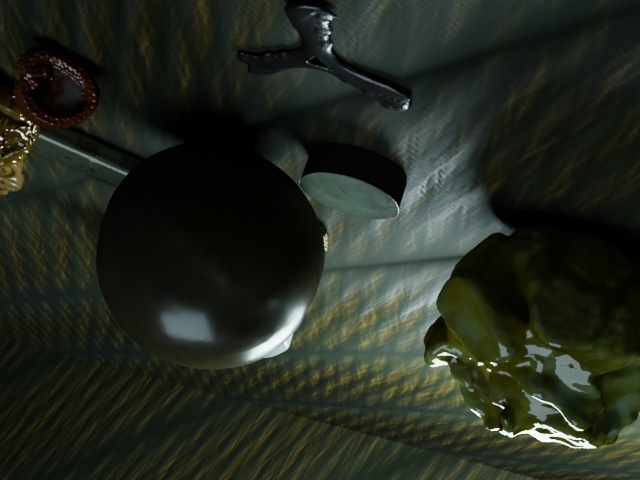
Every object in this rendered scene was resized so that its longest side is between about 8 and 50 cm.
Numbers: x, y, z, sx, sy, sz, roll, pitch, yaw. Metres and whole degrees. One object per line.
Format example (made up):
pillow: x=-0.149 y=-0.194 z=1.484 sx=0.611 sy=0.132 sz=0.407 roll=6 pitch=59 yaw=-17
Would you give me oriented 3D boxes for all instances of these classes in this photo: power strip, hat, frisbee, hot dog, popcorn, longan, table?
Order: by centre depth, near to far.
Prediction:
frisbee: x=-0.013 y=-0.189 z=1.180 sx=0.187 sy=0.012 sz=0.211 roll=2 pitch=157 yaw=42
table: x=0.043 y=-0.074 z=1.415 sx=0.133 sy=0.043 sz=0.133 roll=16 pitch=163 yaw=5
hat: x=-0.352 y=-0.193 z=1.417 sx=0.112 sy=0.093 sz=0.162 roll=37 pitch=174 yaw=-23
longan: x=-0.150 y=0.017 z=1.458 sx=0.319 sy=0.319 sz=0.319 roll=16 pitch=162 yaw=5
popcorn: x=0.300 y=0.118 z=1.462 sx=0.292 sy=0.293 sz=0.334 roll=50 pitch=146 yaw=32
hot dog: x=-0.506 y=-0.181 z=1.526 sx=0.227 sy=0.099 sz=0.160 roll=20 pitch=134 yaw=0
power strip: x=-0.359 y=-0.131 z=1.652 sx=0.268 sy=0.034 sz=0.092 roll=24 pitch=162 yaw=-18

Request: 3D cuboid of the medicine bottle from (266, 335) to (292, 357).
medicine bottle: x=-0.211 y=0.114 z=2.099 sx=0.324 sy=0.124 sz=0.179 roll=31 pitch=158 yaw=-31

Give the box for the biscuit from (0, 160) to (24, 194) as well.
biscuit: x=-0.595 y=-0.141 z=1.849 sx=0.202 sy=0.044 sz=0.288 roll=19 pitch=160 yaw=-4

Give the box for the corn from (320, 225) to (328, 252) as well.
corn: x=0.000 y=0.000 z=1.706 sx=0.027 sy=0.028 sz=0.083 roll=22 pitch=159 yaw=6
